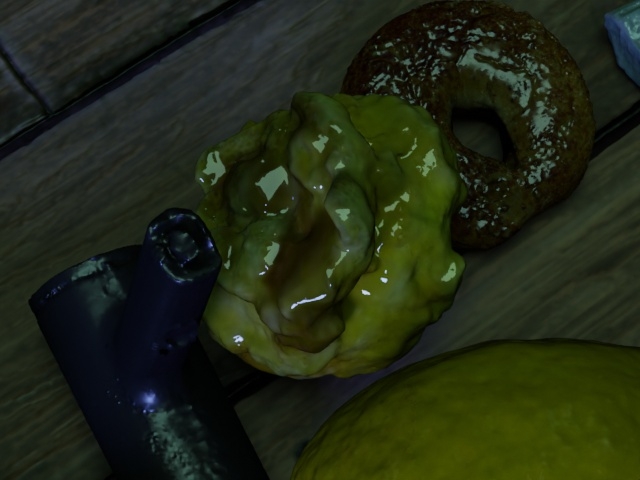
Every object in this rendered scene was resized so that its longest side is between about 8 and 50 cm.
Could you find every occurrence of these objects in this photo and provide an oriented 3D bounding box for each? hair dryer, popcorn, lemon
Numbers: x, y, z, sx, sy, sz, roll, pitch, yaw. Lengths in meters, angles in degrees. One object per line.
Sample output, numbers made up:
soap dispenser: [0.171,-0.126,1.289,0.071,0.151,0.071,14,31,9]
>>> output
hair dryer: [-0.094,0.062,0.847,0.089,0.251,0.197,-21,68,-20]
popcorn: [-0.004,-0.003,0.906,0.156,0.197,0.197,3,59,-40]
lemon: [0.129,0.178,0.786,0.316,0.285,0.285,-27,66,-33]

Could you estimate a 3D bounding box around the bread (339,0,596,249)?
bread: [0.099,-0.086,1.010,0.193,0.064,0.193,0,68,-1]

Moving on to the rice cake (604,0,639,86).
rice cake: [0.287,-0.085,1.016,0.085,0.040,0.226,-23,67,-9]
